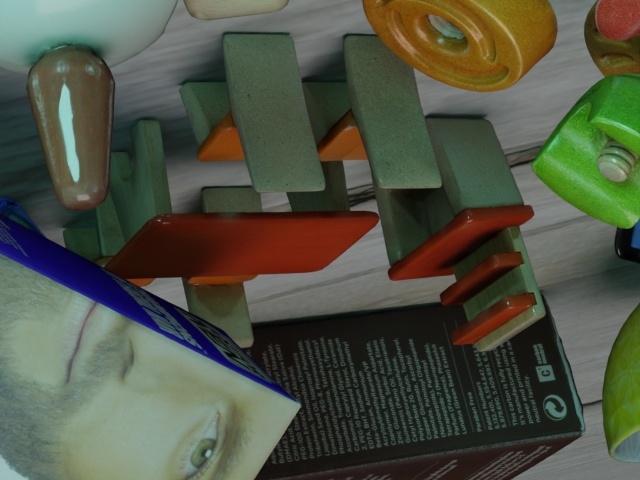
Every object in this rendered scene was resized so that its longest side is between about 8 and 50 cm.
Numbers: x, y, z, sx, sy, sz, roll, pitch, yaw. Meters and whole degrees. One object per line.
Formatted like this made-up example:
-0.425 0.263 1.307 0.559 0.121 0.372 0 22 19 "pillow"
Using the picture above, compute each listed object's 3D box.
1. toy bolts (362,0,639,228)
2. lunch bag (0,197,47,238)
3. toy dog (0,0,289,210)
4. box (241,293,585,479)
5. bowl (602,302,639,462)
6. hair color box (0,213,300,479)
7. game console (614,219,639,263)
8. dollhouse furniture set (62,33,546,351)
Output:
0.160 -0.141 0.843 0.218 0.158 0.228 34 158 -10 "toy bolts"
-0.201 0.066 1.070 0.096 0.151 0.129 -1 157 -30 "lunch bag"
-0.093 -0.133 0.473 0.220 0.161 0.334 -21 146 14 "toy dog"
0.009 0.156 1.497 0.381 0.143 0.191 -7 160 -24 "box"
0.362 0.073 1.472 0.289 0.156 0.289 -13 161 -5 "bowl"
-0.195 0.080 0.896 0.339 0.110 0.185 30 94 -38 "hair color box"
0.277 -0.040 1.202 0.124 0.085 0.144 -26 158 32 "game console"
0.000 0.000 1.045 0.259 0.135 0.262 -2 158 -30 "dollhouse furniture set"
